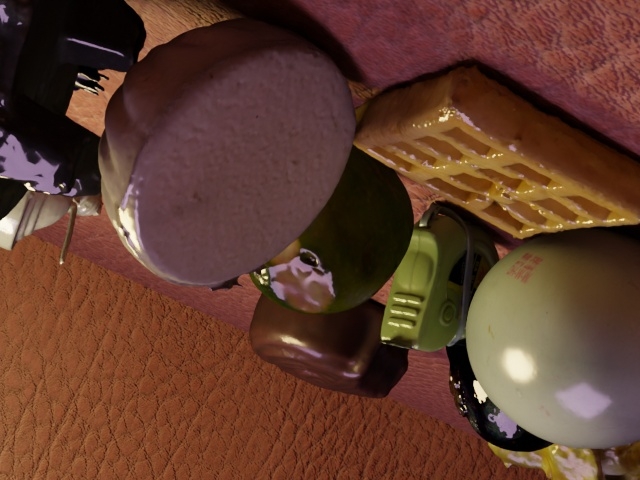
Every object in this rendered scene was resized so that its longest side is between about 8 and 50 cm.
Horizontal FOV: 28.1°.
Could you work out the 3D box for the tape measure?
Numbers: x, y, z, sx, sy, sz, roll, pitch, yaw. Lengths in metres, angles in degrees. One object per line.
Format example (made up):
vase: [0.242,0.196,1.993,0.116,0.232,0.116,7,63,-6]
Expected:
tape measure: [0.151,0.049,1.544,0.154,0.178,0.087,15,178,-43]

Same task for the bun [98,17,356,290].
bun: [-0.113,-0.103,1.203,0.175,0.263,0.263,40,180,34]

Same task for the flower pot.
flower pot: [-0.320,-0.165,1.183,0.282,0.299,0.299,23,169,0]

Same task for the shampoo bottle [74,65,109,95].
shampoo bottle: [-0.336,-0.224,1.513,0.183,0.050,0.087,22,162,4]

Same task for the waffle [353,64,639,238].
waffle: [0.162,-0.076,1.197,0.221,0.055,0.248,27,169,-18]

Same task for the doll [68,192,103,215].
doll: [-0.433,-0.081,2.334,0.094,0.079,0.180,48,180,-3]

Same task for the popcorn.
popcorn: [0.406,0.299,2.036,0.276,0.225,0.276,34,146,28]

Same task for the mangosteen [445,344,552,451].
mangosteen: [0.302,0.195,1.834,0.242,0.243,0.243,22,169,5]

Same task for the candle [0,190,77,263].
candle: [-0.525,-0.114,1.984,0.342,0.221,0.221,23,169,-12]

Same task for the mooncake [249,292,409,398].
mooncake: [0.022,0.194,2.448,0.333,0.174,0.326,27,166,-12]

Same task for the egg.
egg: [0.272,0.103,1.367,0.229,0.230,0.371,25,174,-9]

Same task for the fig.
fig: [-0.009,-0.064,1.375,0.206,0.206,0.275,14,132,40]
